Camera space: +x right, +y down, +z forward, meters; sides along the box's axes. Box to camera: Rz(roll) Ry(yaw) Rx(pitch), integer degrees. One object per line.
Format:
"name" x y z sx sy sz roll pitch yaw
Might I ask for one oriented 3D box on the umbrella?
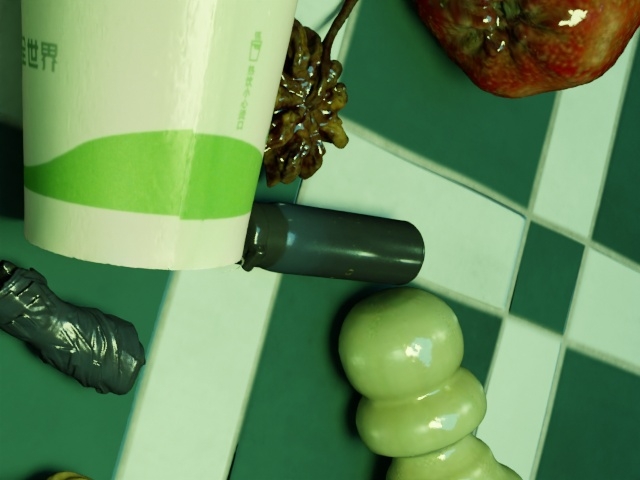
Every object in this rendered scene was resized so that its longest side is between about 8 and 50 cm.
"umbrella" -0.255 0.058 1.176 0.248 0.071 0.070 35 71 -33

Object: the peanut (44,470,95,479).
"peanut" -0.270 0.277 1.137 0.253 0.122 0.137 -13 75 -44

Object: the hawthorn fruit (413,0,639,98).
"hawthorn fruit" 0.241 -0.295 1.497 0.300 0.254 0.254 -54 131 -56

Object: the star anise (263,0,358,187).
"star anise" -0.022 -0.168 1.356 0.177 0.073 0.233 15 77 -52

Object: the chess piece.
"chess piece" 0.118 0.208 1.472 0.182 0.182 0.330 -29 109 -37

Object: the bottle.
"bottle" 0.000 0.000 1.393 0.244 0.072 0.082 6 48 -44

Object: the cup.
"cup" -0.143 -0.124 1.139 0.253 0.253 0.273 -1 102 -43
